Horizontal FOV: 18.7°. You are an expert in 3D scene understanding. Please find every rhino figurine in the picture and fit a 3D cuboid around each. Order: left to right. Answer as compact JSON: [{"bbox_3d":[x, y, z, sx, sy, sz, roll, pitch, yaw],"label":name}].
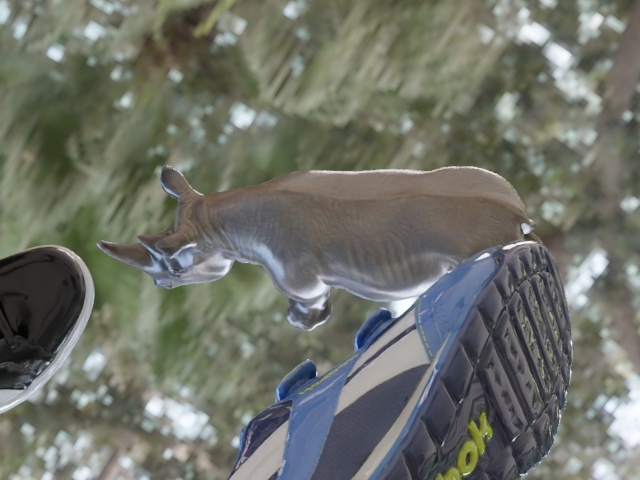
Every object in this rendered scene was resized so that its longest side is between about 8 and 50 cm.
[{"bbox_3d":[0.000,0.000,1.045,0.243,0.106,0.073,1,-116,4],"label":"rhino figurine"}]

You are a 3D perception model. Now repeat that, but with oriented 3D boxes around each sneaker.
[{"bbox_3d":[-0.231,0.073,1.115,0.079,0.217,0.121,55,179,11],"label":"sneaker"},{"bbox_3d":[0.014,0.047,0.466,0.144,0.059,0.053,-46,-56,-41],"label":"sneaker"}]
